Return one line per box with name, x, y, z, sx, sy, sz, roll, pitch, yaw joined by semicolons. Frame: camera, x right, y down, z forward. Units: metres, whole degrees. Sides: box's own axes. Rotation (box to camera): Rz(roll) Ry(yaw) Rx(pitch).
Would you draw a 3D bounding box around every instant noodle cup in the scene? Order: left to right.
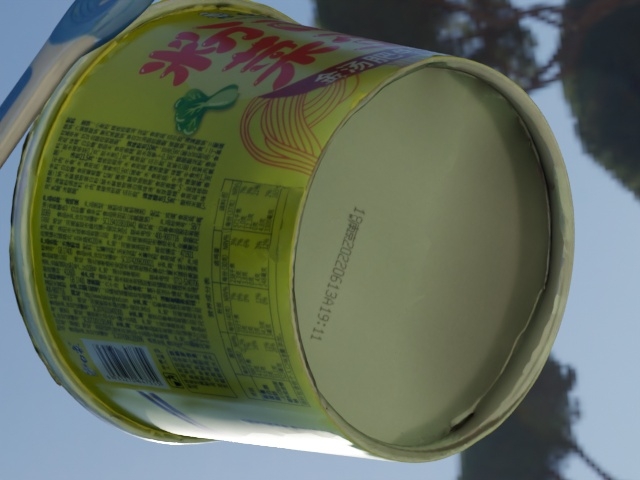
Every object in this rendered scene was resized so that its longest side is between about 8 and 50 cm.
instant noodle cup;0.000;0.000;0.974;0.311;0.221;0.311;-9;-77;-41

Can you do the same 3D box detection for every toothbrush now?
toothbrush;-0.102;-0.112;0.781;0.040;0.386;0.040;35;-163;-13
